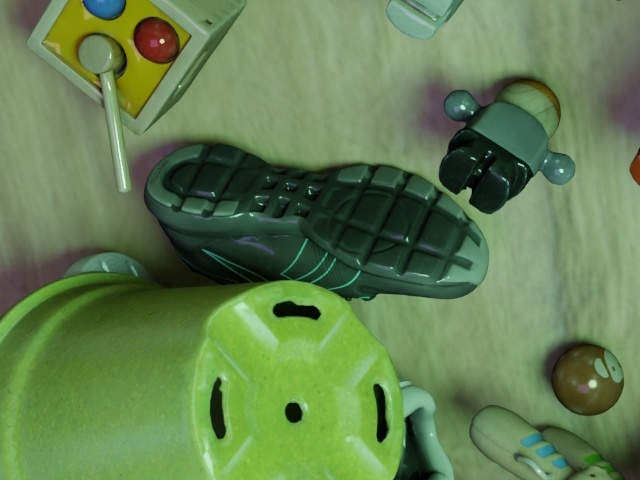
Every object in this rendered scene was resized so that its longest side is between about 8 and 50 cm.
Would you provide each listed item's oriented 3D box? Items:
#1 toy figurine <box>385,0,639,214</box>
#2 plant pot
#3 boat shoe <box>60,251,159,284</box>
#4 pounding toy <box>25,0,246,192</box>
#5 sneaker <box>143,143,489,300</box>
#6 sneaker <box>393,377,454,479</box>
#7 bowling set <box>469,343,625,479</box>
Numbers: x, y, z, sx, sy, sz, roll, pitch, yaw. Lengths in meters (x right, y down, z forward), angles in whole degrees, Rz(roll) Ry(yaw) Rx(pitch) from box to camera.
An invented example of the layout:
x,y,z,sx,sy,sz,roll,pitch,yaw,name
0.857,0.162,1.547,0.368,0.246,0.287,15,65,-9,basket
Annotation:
x,y,z,sx,sy,sz,roll,pitch,yaw,name
0.165,-0.134,1.163,0.209,0.148,0.213,-8,116,33,toy figurine
-0.084,0.137,1.291,0.254,0.276,0.276,-17,110,50,plant pot
-0.162,0.173,1.480,0.119,0.121,0.335,-3,108,48,boat shoe
-0.140,-0.138,1.311,0.130,0.100,0.141,39,125,0,pounding toy
0.000,0.000,1.347,0.267,0.101,0.106,15,140,19,sneaker
0.056,0.214,1.372,0.115,0.090,0.232,5,104,62,sneaker
0.184,0.186,1.290,0.154,0.287,0.200,34,102,38,bowling set
